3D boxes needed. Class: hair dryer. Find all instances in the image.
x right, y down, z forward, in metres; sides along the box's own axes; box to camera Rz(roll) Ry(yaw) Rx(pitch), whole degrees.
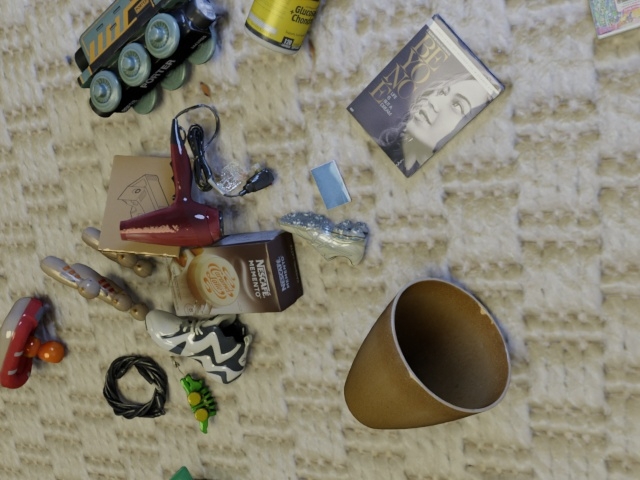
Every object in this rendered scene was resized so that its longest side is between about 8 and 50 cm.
[{"bbox_3d":[-0.255,-0.092,1.334,0.223,0.080,0.293,44,78,8],"label":"hair dryer"}]

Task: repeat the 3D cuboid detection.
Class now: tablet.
[{"bbox_3d":[0.019,-0.101,1.294,0.054,0.006,0.083,-19,97,29],"label":"tablet"}]

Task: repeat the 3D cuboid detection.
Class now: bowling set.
[{"bbox_3d":[-0.415,0.043,1.458,0.154,0.287,0.200,30,84,12],"label":"bowling set"}]

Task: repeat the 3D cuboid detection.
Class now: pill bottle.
[{"bbox_3d":[-0.049,-0.412,1.173,0.103,0.103,0.184,34,118,13],"label":"pill bottle"}]

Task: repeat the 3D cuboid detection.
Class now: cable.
[{"bbox_3d":[-0.436,0.338,1.631,0.185,0.047,0.150,-2,105,27],"label":"cable"}]

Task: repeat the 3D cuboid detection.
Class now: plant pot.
[{"bbox_3d":[0.156,0.228,1.227,0.237,0.237,0.254,47,136,6],"label":"plant pot"}]

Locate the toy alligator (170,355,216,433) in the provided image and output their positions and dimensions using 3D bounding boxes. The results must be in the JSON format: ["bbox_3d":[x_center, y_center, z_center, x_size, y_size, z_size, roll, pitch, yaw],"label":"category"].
[{"bbox_3d":[-0.270,0.329,1.548,0.051,0.056,0.189,-23,95,-12],"label":"toy alligator"}]

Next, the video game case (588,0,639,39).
[{"bbox_3d":[0.453,-0.376,0.989,0.157,0.019,0.143,-13,100,28],"label":"video game case"}]

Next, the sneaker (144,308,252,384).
[{"bbox_3d":[-0.242,0.177,1.460,0.235,0.094,0.153,35,116,12],"label":"sneaker"}]

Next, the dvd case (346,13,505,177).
[{"bbox_3d":[0.168,-0.234,1.173,0.164,0.018,0.221,49,120,5],"label":"dvd case"}]

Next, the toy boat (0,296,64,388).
[{"bbox_3d":[-0.690,0.257,1.695,0.151,0.151,0.231,22,118,-14],"label":"toy boat"}]

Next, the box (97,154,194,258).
[{"bbox_3d":[-0.340,-0.068,1.385,0.164,0.021,0.201,4,75,5],"label":"box"}]

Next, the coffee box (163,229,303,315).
[{"bbox_3d":[-0.172,0.064,1.385,0.247,0.098,0.141,-6,102,28],"label":"coffee box"}]

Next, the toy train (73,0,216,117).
[{"bbox_3d":[-0.333,-0.370,1.316,0.334,0.142,0.190,-31,79,32],"label":"toy train"}]

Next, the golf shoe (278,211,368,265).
[{"bbox_3d":[0.000,0.000,1.303,0.176,0.069,0.086,15,118,23],"label":"golf shoe"}]

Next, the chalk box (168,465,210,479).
[{"bbox_3d":[-0.274,0.652,1.575,0.179,0.180,0.288,-6,104,28],"label":"chalk box"}]
